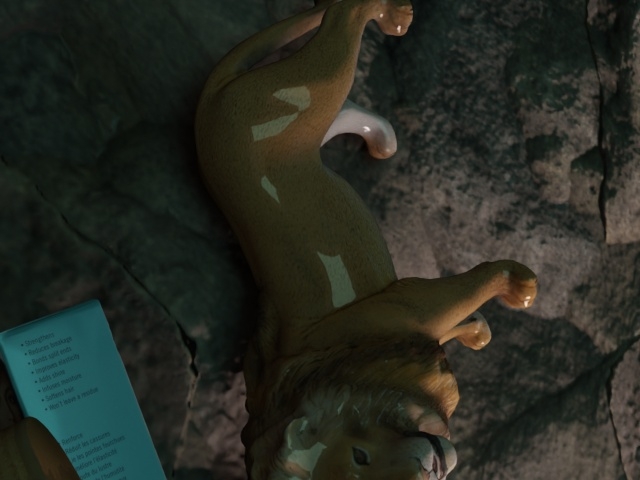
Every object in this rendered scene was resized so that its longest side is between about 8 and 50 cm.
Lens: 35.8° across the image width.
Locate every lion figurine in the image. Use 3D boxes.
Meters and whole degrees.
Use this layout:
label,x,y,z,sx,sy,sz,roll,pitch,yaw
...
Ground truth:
label,x,y,z,sx,sy,sz,roll,pitch,yaw
lion figurine,0.000,0.000,0.667,0.240,0.142,0.392,-19,74,-31

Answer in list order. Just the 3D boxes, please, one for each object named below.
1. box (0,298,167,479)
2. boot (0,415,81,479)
label,x,y,z,sx,sy,sz,roll,pitch,yaw
box,-0.120,0.162,0.530,0.060,0.100,0.244,-20,88,-38
boot,-0.155,0.244,0.422,0.211,0.104,0.295,-31,76,-3
